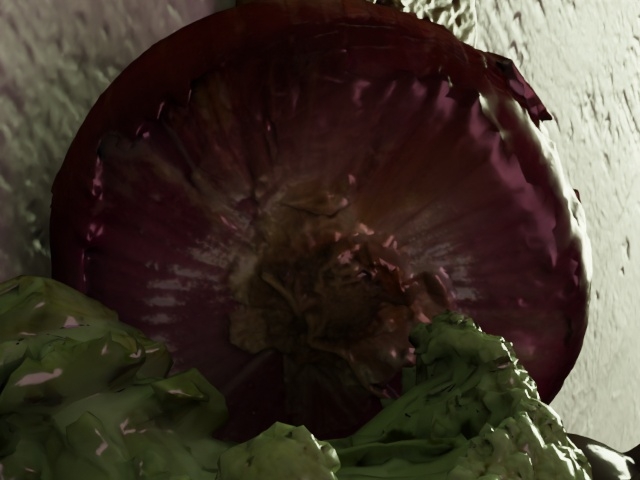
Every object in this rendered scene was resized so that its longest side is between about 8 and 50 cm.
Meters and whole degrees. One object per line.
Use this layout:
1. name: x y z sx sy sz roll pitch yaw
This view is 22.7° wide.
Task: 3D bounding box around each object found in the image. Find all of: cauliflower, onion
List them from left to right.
1. cauliflower: -0.059 0.124 0.532 0.272 0.250 0.275 -51 152 15
2. onion: 0.000 0.000 0.681 0.163 0.230 0.230 -100 178 -68

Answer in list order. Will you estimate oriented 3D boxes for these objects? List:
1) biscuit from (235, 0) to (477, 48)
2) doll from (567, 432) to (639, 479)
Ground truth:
1. biscuit: 0.021 -0.103 0.824 0.212 0.036 0.212 -8 100 -55
2. doll: 0.058 0.161 0.721 0.117 0.257 0.182 70 17 0
